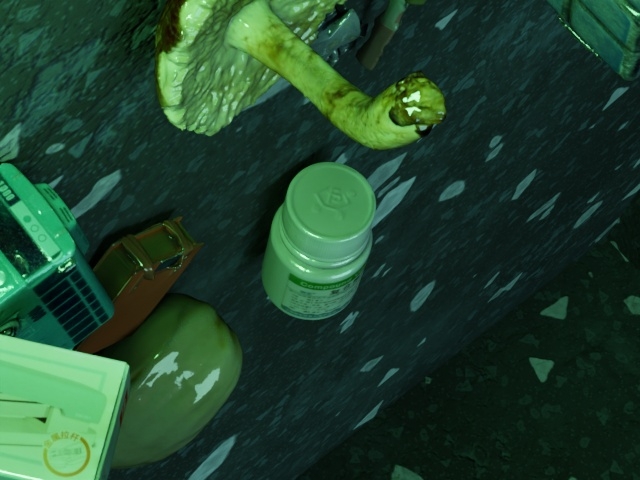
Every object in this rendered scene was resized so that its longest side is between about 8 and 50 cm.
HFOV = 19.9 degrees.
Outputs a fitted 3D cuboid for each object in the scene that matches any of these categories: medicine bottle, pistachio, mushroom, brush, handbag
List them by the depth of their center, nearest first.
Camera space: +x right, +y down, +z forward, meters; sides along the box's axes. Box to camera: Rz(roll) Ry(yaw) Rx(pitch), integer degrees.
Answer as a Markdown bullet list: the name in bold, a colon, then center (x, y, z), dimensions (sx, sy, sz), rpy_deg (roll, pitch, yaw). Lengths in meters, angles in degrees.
- **mushroom**: center (-0.038, -0.143, 1.619), dimensions (0.208, 0.301, 0.233), rpy_deg (-3, 137, -15)
- **brush**: center (0.088, -0.267, 1.987), dimensions (0.071, 0.084, 0.301), rpy_deg (-36, 170, -29)
- **handbag**: center (-0.228, 0.057, 2.110), dimensions (0.127, 0.063, 0.190), rpy_deg (-25, 161, -50)
- **pistachio**: center (-0.213, 0.183, 2.283), dimensions (0.288, 0.166, 0.197), rpy_deg (-50, 171, 27)
- **medicine bottle**: center (0.000, 0.000, 2.397), dimensions (0.139, 0.139, 0.237), rpy_deg (-37, 164, -23)

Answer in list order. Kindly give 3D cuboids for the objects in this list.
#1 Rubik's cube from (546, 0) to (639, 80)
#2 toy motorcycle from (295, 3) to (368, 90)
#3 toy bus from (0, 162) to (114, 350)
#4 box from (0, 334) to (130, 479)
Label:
- **Rubik's cube**: center (0.291, -0.401, 1.586), dimensions (0.344, 0.344, 0.337), rpy_deg (-43, 167, -6)
- **toy motorcycle**: center (-0.011, -0.207, 1.883), dimensions (0.122, 0.080, 0.215), rpy_deg (-43, 170, -1)
- **toy bus**: center (-0.288, 0.031, 1.729), dimensions (0.147, 0.128, 0.256), rpy_deg (-38, 166, -9)
- **box**: center (-0.309, 0.151, 1.595), dimensions (0.079, 0.269, 0.135), rpy_deg (100, 3, -62)
